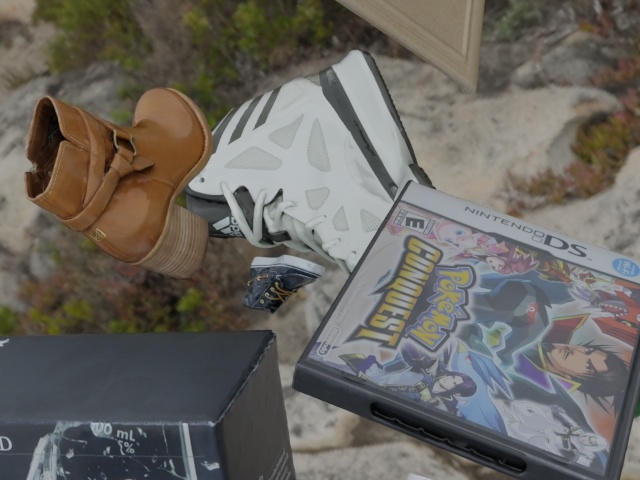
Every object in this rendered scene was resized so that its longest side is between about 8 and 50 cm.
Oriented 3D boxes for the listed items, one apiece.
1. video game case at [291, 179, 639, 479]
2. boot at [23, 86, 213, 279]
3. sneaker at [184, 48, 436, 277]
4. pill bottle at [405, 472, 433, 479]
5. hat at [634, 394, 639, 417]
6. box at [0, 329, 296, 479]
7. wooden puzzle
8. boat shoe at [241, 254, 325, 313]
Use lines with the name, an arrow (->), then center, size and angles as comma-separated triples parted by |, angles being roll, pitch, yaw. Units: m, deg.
video game case -> 0.143, 0.069, 0.880 | 0.248, 0.035, 0.275 | 20, 40, 12
boot -> -0.157, -0.074, 0.824 | 0.073, 0.152, 0.197 | -35, 47, 25
sneaker -> 0.000, 0.000, 1.140 | 0.257, 0.169, 0.447 | -21, 50, 1
pill bottle -> 0.187, 0.609, 2.177 | 0.136, 0.136, 0.245 | 6, 71, 45
hat -> 0.315, 0.068, 1.093 | 0.183, 0.173, 0.208 | -35, -11, -24
box -> -0.291, 0.400, 1.552 | 0.480, 0.472, 0.297 | -3, 18, 15
wooden puzzle -> 0.066, -0.264, 0.889 | 0.044, 0.239, 0.221 | -9, 63, 41
boat shoe -> -0.058, 0.071, 1.645 | 0.183, 0.065, 0.083 | -5, 67, 60
